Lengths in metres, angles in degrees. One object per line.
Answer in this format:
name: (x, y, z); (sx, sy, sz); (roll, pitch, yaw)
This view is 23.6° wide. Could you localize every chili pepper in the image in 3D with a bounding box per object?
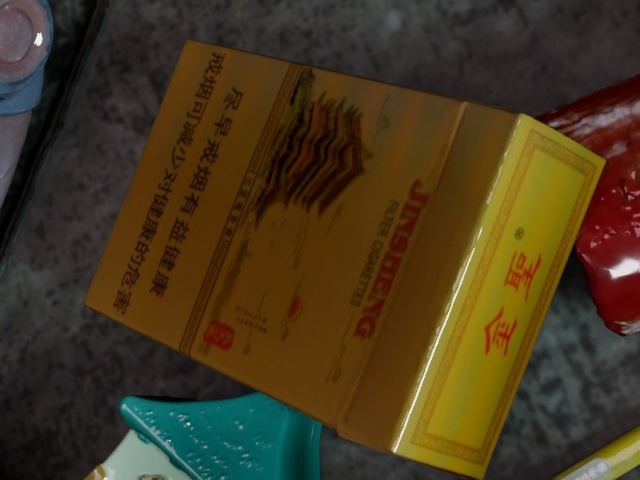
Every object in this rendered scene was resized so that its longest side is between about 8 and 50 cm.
chili pepper: (0.287, -0.059, 0.776); (0.338, 0.131, 0.134); (-22, 53, 17)

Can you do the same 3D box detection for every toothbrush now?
toothbrush: (0.212, 0.089, 0.836); (0.288, 0.024, 0.021); (-34, 77, 11)

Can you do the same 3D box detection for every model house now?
model house: (-0.063, 0.146, 0.875); (0.127, 0.100, 0.149); (41, 94, 17)

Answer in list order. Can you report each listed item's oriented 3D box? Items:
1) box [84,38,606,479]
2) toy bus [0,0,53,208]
box: (0.000, 0.000, 0.822); (0.274, 0.076, 0.174); (19, 89, 47)
toy bus: (-0.306, -0.063, 0.881); (0.197, 0.294, 0.231); (18, 101, 32)
